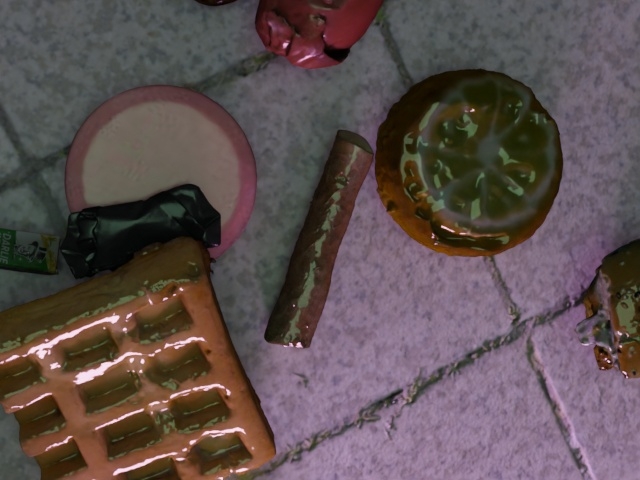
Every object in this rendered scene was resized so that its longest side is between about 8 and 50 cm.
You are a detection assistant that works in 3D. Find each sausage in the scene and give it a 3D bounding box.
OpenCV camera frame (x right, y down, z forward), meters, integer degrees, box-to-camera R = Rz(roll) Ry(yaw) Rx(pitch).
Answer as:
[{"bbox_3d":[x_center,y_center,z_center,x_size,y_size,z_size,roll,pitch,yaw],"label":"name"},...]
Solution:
[{"bbox_3d":[0.020,-0.347,1.400,0.152,0.152,0.279,27,89,-12],"label":"sausage"}]

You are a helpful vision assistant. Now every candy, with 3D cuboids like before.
[{"bbox_3d":[0.200,-0.103,1.475,0.260,0.118,0.259,-1,95,-14],"label":"candy"},{"bbox_3d":[-0.207,-0.070,1.407,0.256,0.094,0.255,-1,95,-12],"label":"candy"}]

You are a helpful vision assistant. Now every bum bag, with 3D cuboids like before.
[{"bbox_3d":[-0.216,-0.011,1.336,0.198,0.049,0.087,-14,103,-11],"label":"bum bag"}]

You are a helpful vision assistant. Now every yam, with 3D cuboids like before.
[{"bbox_3d":[0.000,0.000,1.470,0.066,0.066,0.299,18,92,-12],"label":"yam"}]

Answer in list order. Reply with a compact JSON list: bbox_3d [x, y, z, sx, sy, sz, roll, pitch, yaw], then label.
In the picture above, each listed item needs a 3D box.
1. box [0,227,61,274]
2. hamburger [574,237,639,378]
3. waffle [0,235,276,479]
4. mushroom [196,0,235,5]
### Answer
[{"bbox_3d":[-0.429,0.007,1.373,0.207,0.041,0.049,8,83,-25],"label":"box"},{"bbox_3d":[0.478,0.075,1.518,0.288,0.168,0.192,-18,100,-9],"label":"hamburger"},{"bbox_3d":[-0.231,0.191,1.373,0.304,0.077,0.348,-20,120,-5],"label":"waffle"},{"bbox_3d":[-0.133,-0.360,1.419,0.123,0.052,0.123,0,90,-17],"label":"mushroom"}]
